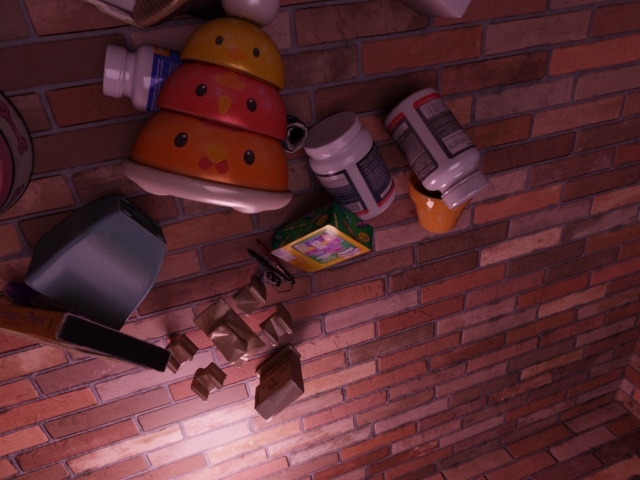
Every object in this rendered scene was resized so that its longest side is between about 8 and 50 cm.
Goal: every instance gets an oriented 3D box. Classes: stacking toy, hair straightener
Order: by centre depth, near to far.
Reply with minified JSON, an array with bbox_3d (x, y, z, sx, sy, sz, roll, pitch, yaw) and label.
[{"bbox_3d":[-0.190,-0.318,0.909,0.351,0.350,0.479,8,101,-24],"label":"stacking toy"},{"bbox_3d":[-0.163,0.099,1.454,0.089,0.047,0.230,-39,128,3],"label":"hair straightener"}]

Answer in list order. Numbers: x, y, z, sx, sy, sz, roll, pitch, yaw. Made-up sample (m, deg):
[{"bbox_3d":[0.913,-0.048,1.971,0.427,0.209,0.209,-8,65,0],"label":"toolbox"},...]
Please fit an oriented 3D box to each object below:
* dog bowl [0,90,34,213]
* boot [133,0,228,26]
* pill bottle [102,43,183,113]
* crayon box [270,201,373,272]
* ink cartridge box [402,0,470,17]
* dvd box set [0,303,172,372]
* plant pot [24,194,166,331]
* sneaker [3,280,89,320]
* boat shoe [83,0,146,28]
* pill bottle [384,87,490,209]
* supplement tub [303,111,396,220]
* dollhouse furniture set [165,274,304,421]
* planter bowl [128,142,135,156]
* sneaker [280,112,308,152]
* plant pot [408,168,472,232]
[{"bbox_3d":[-0.861,-0.185,0.957,0.408,0.150,0.408,-10,121,-17],"label":"dog bowl"},{"bbox_3d":[-0.262,-0.513,1.000,0.248,0.090,0.207,-29,166,13],"label":"boot"},{"bbox_3d":[-0.354,-0.367,1.049,0.272,0.152,0.152,7,115,-25],"label":"pill bottle"},{"bbox_3d":[0.000,0.000,1.340,0.165,0.081,0.278,30,144,-32],"label":"crayon box"},{"bbox_3d":[0.293,-0.718,1.076,0.197,0.198,0.270,20,108,-28],"label":"ink cartridge box"},{"bbox_3d":[-0.630,0.239,1.124,0.307,0.420,0.062,45,53,-50],"label":"dvd box set"},{"bbox_3d":[-0.542,0.031,1.153,0.252,0.247,0.248,-46,124,0],"label":"plant pot"},{"bbox_3d":[-0.732,0.154,1.236,0.236,0.095,0.104,32,98,-38],"label":"sneaker"},{"bbox_3d":[-0.502,-0.551,0.922,0.302,0.113,0.103,11,112,-37],"label":"boat shoe"},{"bbox_3d":[0.334,-0.254,1.268,0.176,0.176,0.318,-31,81,-3],"label":"pill bottle"},{"bbox_3d":[0.085,-0.206,1.284,0.191,0.191,0.272,-34,124,-1],"label":"supplement tub"},{"bbox_3d":[-0.243,0.357,1.500,0.362,0.256,0.394,-39,103,2],"label":"dollhouse furniture set"},{"bbox_3d":[-0.393,-0.219,1.128,0.162,0.162,0.109,14,85,-27],"label":"planter bowl"},{"bbox_3d":[-0.142,-0.287,1.171,0.226,0.163,0.086,-7,121,-16],"label":"sneaker"},{"bbox_3d":[0.387,-0.133,1.453,0.205,0.205,0.188,-20,139,-10],"label":"plant pot"}]
